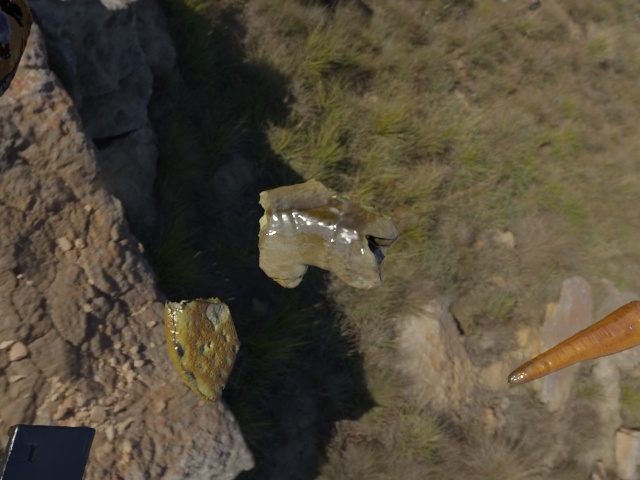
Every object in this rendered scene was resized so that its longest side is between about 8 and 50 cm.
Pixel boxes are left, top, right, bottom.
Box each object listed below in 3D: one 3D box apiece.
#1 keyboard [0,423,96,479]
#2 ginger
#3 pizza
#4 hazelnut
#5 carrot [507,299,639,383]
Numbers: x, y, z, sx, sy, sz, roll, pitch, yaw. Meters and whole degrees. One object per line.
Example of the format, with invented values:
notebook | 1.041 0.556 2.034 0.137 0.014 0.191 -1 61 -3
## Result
keyboard | -0.317 0.343 0.553 0.106 0.027 0.317 29 70 -51
ginger | 0.000 0.000 1.014 0.276 0.130 0.221 36 90 13
pizza | -0.160 0.139 0.755 0.099 0.036 0.160 -38 121 -43
hazelnut | -0.485 -0.262 0.742 0.170 0.161 0.201 4 94 -49
carrot | 0.395 0.159 0.825 0.257 0.061 0.061 -28 100 2
